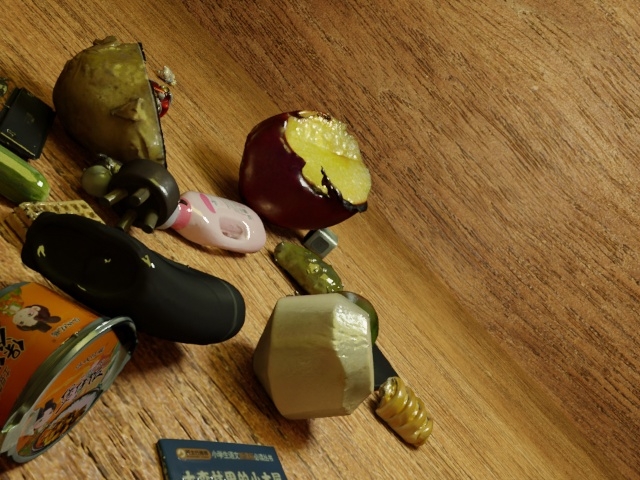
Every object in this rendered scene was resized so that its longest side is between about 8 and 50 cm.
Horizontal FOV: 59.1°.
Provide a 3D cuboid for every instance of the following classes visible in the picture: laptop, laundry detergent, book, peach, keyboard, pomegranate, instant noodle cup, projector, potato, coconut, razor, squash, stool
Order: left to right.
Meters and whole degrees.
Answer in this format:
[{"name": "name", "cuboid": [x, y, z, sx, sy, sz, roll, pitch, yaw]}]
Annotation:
[{"name": "squash", "cuboid": [-0.519, -0.127, 0.854, 0.228, 0.066, 0.066, 35, 18, -27]}, {"name": "keyboard", "cuboid": [-0.559, -0.224, 1.066, 0.093, 0.025, 0.230, 37, 18, -33]}, {"name": "instant noodle cup", "cuboid": [-0.304, 0.124, 0.604, 0.125, 0.178, 0.208, 34, 5, 6]}, {"name": "potato", "cuboid": [-0.436, -0.250, 1.165, 0.246, 0.196, 0.300, 120, -47, -65]}, {"name": "stool", "cuboid": [-0.361, -0.089, 1.052, 0.217, 0.125, 0.121, 24, 40, 2]}, {"name": "razor", "cuboid": [-0.243, 0.069, 0.800, 0.204, 0.114, 0.349, 21, -9, 18]}, {"name": "laundry detergent", "cuboid": [-0.256, -0.045, 1.277, 0.159, 0.088, 0.335, 53, 18, 22]}, {"name": "book", "cuboid": [-0.082, 0.401, 0.723, 0.228, 0.018, 0.322, 28, 23, -47]}, {"name": "peach", "cuboid": [-0.037, -0.204, 1.689, 0.416, 0.353, 0.339, 3, 67, -13]}, {"name": "potato", "cuboid": [-0.032, 0.083, 1.520, 0.225, 0.090, 0.117, 40, 21, 6]}, {"name": "coconut", "cuboid": [-0.016, 0.206, 1.029, 0.241, 0.241, 0.241, 41, 16, -15]}, {"name": "projector", "cuboid": [0.000, 0.000, 1.819, 0.082, 0.083, 0.083, 41, 16, -13]}, {"name": "pomegranate", "cuboid": [0.019, 0.187, 1.262, 0.224, 0.182, 0.181, 28, 18, -6]}, {"name": "laptop", "cuboid": [0.125, 0.314, 1.454, 0.207, 0.026, 0.154, 21, 30, -56]}]

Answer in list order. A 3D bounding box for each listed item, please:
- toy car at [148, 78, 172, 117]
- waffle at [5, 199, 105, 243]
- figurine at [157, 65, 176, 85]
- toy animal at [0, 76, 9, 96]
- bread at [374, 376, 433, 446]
[{"name": "toy car", "cuboid": [-0.480, -0.370, 1.517, 0.139, 0.112, 0.112, 28, 37, -21]}, {"name": "waffle", "cuboid": [-0.407, -0.017, 0.898, 0.102, 0.042, 0.148, 48, 16, 9]}, {"name": "figurine", "cuboid": [-0.533, -0.569, 1.979, 0.051, 0.047, 0.083, 65, 13, 14]}, {"name": "toy animal", "cuboid": [-0.626, -0.307, 1.093, 0.084, 0.028, 0.050, 44, 16, 6]}, {"name": "bread", "cuboid": [0.198, 0.399, 1.330, 0.177, 0.084, 0.119, 47, 16, -9]}]
